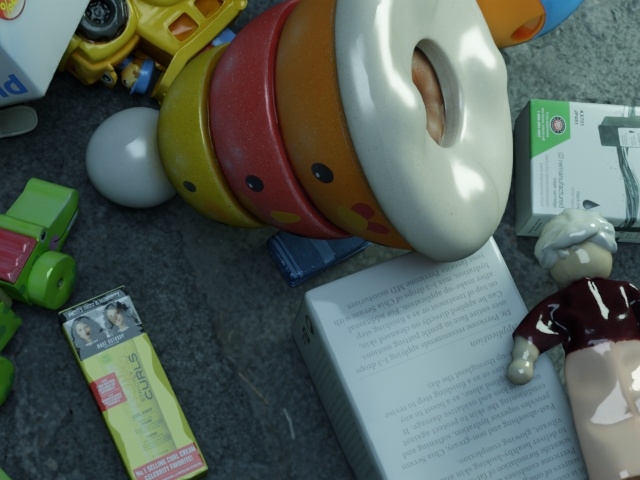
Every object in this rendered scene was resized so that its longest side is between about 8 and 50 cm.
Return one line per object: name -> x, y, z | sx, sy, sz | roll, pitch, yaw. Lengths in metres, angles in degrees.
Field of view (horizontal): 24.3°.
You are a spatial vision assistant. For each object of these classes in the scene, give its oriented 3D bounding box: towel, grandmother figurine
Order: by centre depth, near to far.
grandmother figurine -> 0.295, 0.119, 1.571 | 0.207, 0.104, 0.342 | -1, 63, -15
towel -> 0.000, 0.000, 1.760 | 0.119, 0.029, 0.067 | -28, 78, -13

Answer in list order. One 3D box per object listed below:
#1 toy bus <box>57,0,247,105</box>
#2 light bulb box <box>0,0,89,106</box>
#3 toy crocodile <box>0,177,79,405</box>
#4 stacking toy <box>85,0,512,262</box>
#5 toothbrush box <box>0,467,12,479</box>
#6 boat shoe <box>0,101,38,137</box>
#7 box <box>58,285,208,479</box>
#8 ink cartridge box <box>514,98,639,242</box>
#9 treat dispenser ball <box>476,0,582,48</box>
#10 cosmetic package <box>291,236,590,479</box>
toy bus -> -0.188, -0.237, 1.769 | 0.220, 0.149, 0.211 | -45, 98, -15
light bulb box -> -0.415, -0.380, 1.597 | 0.225, 0.361, 0.358 | -6, 49, 32
toy crocodile -> -0.371, 0.076, 1.640 | 0.115, 0.105, 0.341 | 21, 69, 20
stacking toy -> -0.055, -0.116, 1.643 | 0.479, 0.350, 0.351 | -12, 70, 30
toothbrush box -> -0.331, 0.404, 1.534 | 0.283, 0.122, 0.206 | 45, 64, 9
boat shoe -> -0.397, -0.142, 1.757 | 0.125, 0.038, 0.046 | -13, 116, -5
box -> -0.211, 0.174, 1.665 | 0.087, 0.058, 0.232 | -22, 76, -13
ink cartridge box -> 0.345, -0.082, 1.793 | 0.208, 0.087, 0.153 | 3, 73, -6
treat dispenser ball -> 0.197, -0.370, 1.761 | 0.288, 0.288, 0.288 | 2, 72, -6
cosmetic package -> 0.161, 0.240, 1.630 | 0.230, 0.161, 0.453 | -20, 75, -13
